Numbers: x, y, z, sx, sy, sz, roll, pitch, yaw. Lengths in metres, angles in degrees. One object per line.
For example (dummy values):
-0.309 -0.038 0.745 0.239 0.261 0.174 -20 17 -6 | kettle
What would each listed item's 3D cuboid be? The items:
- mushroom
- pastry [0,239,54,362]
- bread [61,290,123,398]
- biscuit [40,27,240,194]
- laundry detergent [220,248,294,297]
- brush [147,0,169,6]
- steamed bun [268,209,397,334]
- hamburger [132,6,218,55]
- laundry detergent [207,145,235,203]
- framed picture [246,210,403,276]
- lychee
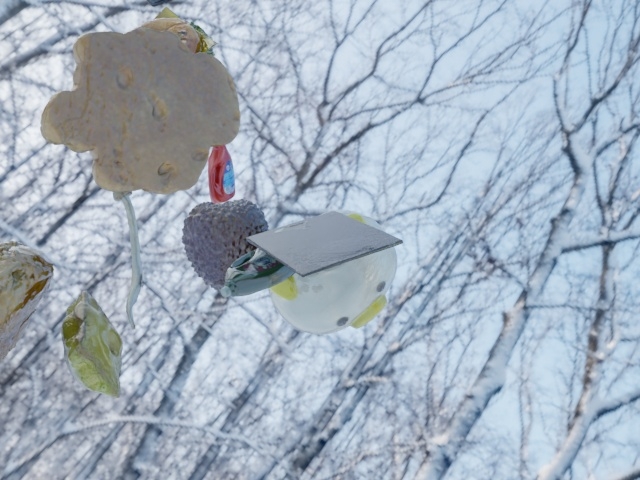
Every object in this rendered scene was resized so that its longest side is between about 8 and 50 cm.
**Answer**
-0.374 0.033 1.613 0.043 0.306 0.068 -21 -20 31 | mushroom
-0.639 0.126 1.546 0.162 0.255 0.311 33 -63 -5 | pastry
-0.461 0.211 1.649 0.233 0.088 0.160 -107 180 -63 | bread
-0.284 -0.206 1.329 0.051 0.376 0.269 -4 -81 45 | biscuit
-0.157 0.075 1.909 0.137 0.211 0.063 22 -52 37 | laundry detergent
-0.282 -0.526 1.655 0.193 0.016 0.063 -12 -53 24 | brush
0.033 0.089 2.281 0.334 0.374 0.334 46 0 0 | steamed bun
-0.353 -0.396 1.859 0.243 0.262 0.138 43 -15 32 | hamburger
-0.250 -0.180 2.021 0.049 0.097 0.165 7 -64 23 | laundry detergent
0.000 0.000 1.840 0.324 0.244 0.013 27 -49 61 | framed picture
-0.273 0.014 2.354 0.271 0.271 0.271 26 -35 20 | lychee
